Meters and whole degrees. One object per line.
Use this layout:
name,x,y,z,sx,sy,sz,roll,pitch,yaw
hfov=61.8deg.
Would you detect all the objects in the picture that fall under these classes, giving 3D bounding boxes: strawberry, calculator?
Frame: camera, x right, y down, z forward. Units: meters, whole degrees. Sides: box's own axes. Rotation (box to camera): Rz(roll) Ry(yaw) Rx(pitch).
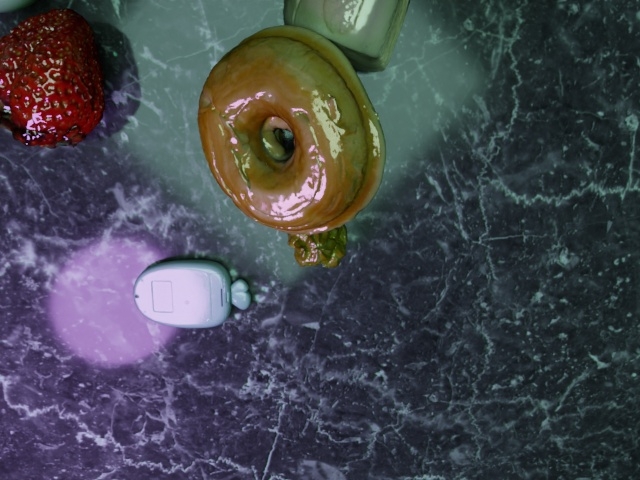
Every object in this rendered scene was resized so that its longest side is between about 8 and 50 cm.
strawberry,-0.558,-0.336,1.116,0.250,0.238,0.288,21,94,11
calculator,-0.326,0.138,1.360,0.295,0.042,0.184,0,106,-2

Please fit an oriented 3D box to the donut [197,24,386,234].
donut,-0.068,-0.217,1.139,0.449,0.198,0.449,12,118,24

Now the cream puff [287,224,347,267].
cream puff,0.000,0.001,1.294,0.156,0.156,0.121,25,121,-10

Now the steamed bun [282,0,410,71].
steamed bun,0.045,-0.522,1.113,0.272,0.273,0.290,13,101,9

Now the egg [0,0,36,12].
egg,-0.640,-0.591,1.047,0.220,0.220,0.270,9,95,-6
